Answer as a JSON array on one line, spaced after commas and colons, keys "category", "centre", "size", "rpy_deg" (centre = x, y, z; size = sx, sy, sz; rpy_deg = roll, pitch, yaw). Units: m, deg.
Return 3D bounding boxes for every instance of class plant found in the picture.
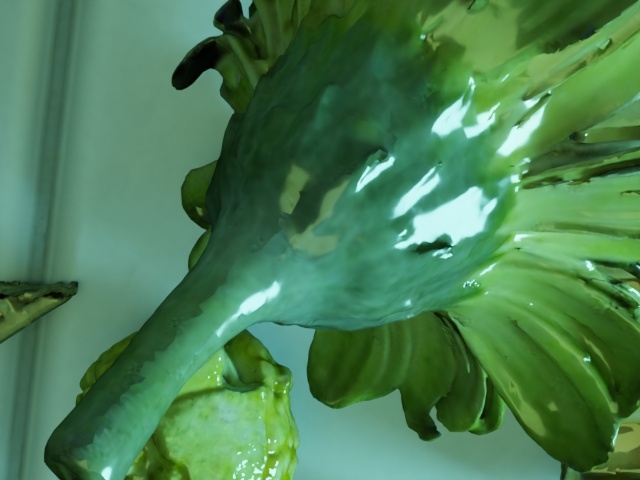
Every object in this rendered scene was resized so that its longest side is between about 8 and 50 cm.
[{"category": "plant", "centre": [-0.001, -0.029, 0.566], "size": [0.297, 0.261, 0.306], "rpy_deg": [-23, 127, -14]}]

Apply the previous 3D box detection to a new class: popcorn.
[{"category": "popcorn", "centre": [-0.065, 0.095, 0.694], "size": [0.120, 0.116, 0.106], "rpy_deg": [32, 75, 39]}]

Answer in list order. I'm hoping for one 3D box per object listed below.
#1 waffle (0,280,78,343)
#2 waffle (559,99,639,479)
[{"category": "waffle", "centre": [-0.216, 0.032, 0.736], "size": [0.152, 0.023, 0.097], "rpy_deg": [-32, 99, 17]}, {"category": "waffle", "centre": [0.261, -0.007, 0.628], "size": [0.304, 0.077, 0.348], "rpy_deg": [-1, 104, 8]}]
